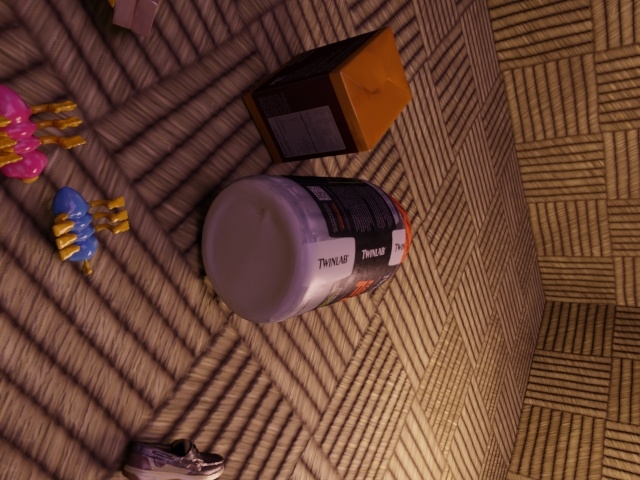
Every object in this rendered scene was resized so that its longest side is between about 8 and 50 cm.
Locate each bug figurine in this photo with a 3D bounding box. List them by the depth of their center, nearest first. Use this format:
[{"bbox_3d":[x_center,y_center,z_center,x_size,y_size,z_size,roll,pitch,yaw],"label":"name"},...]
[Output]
[{"bbox_3d":[-0.311,-0.023,0.426,0.279,0.072,0.216,-36,138,-53],"label":"bug figurine"}]

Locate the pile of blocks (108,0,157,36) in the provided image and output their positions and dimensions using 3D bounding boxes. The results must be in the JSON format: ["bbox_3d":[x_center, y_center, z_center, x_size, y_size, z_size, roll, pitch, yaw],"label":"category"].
[{"bbox_3d":[-0.282,-0.398,0.495,0.112,0.149,0.361,-115,-174,-53],"label":"pile of blocks"}]

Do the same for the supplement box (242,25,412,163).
[{"bbox_3d":[0.017,-0.240,0.801,0.191,0.194,0.129,-54,130,-39],"label":"supplement box"}]

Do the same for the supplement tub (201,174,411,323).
[{"bbox_3d":[0.000,0.000,0.768,0.338,0.207,0.206,-9,97,-53],"label":"supplement tub"}]

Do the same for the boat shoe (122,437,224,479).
[{"bbox_3d":[-0.185,0.291,0.639,0.152,0.056,0.049,28,73,-50],"label":"boat shoe"}]
